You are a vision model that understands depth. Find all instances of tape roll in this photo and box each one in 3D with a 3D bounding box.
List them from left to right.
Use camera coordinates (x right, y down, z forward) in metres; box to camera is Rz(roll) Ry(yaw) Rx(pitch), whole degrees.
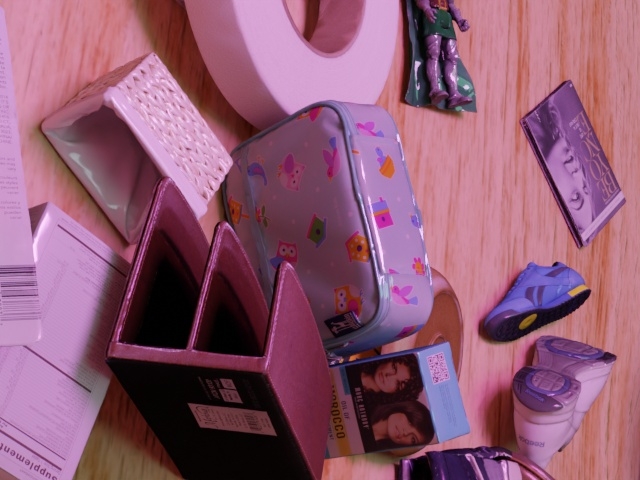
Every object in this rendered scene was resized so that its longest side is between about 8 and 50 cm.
[{"bbox_3d":[-0.026,-0.318,1.686,0.392,0.072,0.392,3,87,-58],"label":"tape roll"}]

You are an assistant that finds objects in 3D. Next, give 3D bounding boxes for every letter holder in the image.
[{"bbox_3d":[-0.078,0.094,1.410,0.302,0.152,0.214,73,25,-58],"label":"letter holder"}]

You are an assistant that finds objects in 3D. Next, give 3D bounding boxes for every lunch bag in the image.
[{"bbox_3d":[0.000,0.000,1.580,0.108,0.224,0.279,4,70,-48],"label":"lunch bag"}]

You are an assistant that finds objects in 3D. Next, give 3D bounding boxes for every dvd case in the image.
[{"bbox_3d":[0.394,-0.120,2.195,0.164,0.018,0.221,-40,108,-46],"label":"dvd case"}]

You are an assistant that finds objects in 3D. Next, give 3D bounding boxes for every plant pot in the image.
[{"bbox_3d":[0.130,0.150,1.740,0.236,0.032,0.236,-30,124,-60],"label":"plant pot"}]

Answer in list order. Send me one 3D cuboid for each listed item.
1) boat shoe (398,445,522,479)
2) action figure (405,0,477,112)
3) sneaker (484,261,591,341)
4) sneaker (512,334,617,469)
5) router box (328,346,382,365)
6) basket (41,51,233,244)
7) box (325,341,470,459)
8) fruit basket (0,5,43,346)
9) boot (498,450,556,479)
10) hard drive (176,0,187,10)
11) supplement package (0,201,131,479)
[{"bbox_3d":[0.169,0.413,1.724,0.158,0.127,0.340,15,60,-37],"label":"boat shoe"},{"bbox_3d":[0.161,-0.298,1.967,0.137,0.063,0.232,7,70,-43],"label":"action figure"},{"bbox_3d":[0.290,0.081,1.996,0.209,0.069,0.082,-19,59,-40],"label":"sneaker"},{"bbox_3d":[0.326,0.218,1.968,0.297,0.111,0.129,-26,128,-58],"label":"sneaker"},{"bbox_3d":[0.049,0.146,1.714,0.133,0.046,0.179,50,47,-26],"label":"router box"},{"bbox_3d":[-0.187,-0.098,1.485,0.167,0.113,0.103,55,41,-20],"label":"basket"},{"bbox_3d":[0.040,0.181,1.543,0.060,0.244,0.100,-11,86,-50],"label":"box"},{"bbox_3d":[-0.412,-0.067,1.194,0.327,0.165,0.353,2,57,-29],"label":"fruit basket"},{"bbox_3d":[0.299,0.421,1.870,0.115,0.112,0.305,-34,100,-26],"label":"boot"},{"bbox_3d":[-0.107,-0.398,1.717,0.203,0.040,0.307,40,51,-32],"label":"hard drive"},{"bbox_3d":[-0.282,0.110,1.298,0.139,0.134,0.244,42,51,-32],"label":"supplement package"}]
